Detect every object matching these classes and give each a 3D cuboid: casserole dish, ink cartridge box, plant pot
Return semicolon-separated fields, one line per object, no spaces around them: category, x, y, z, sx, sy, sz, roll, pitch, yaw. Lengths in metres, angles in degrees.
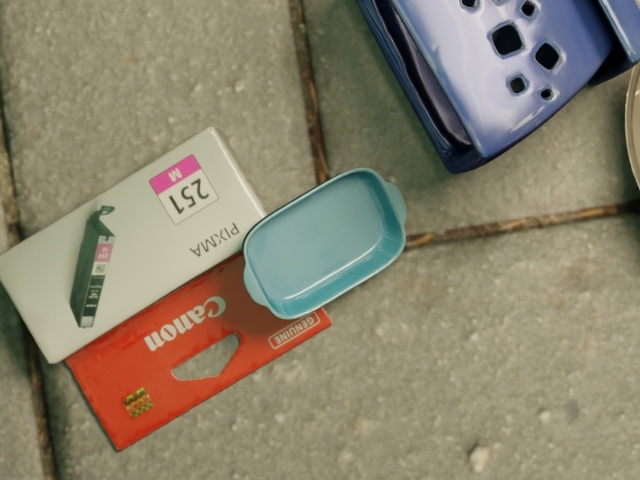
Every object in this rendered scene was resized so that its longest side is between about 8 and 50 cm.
casserole dish;0.000;0.000;1.779;0.188;0.037;0.114;-31;112;-13
ink cartridge box;-0.164;0.053;1.814;0.275;0.060;0.239;-31;88;5
plant pot;0.175;-0.217;1.699;0.212;0.236;0.236;-29;90;-2

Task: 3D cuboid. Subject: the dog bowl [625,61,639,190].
dog bowl;0.473;-0.121;1.738;0.349;0.102;0.349;0;92;4
